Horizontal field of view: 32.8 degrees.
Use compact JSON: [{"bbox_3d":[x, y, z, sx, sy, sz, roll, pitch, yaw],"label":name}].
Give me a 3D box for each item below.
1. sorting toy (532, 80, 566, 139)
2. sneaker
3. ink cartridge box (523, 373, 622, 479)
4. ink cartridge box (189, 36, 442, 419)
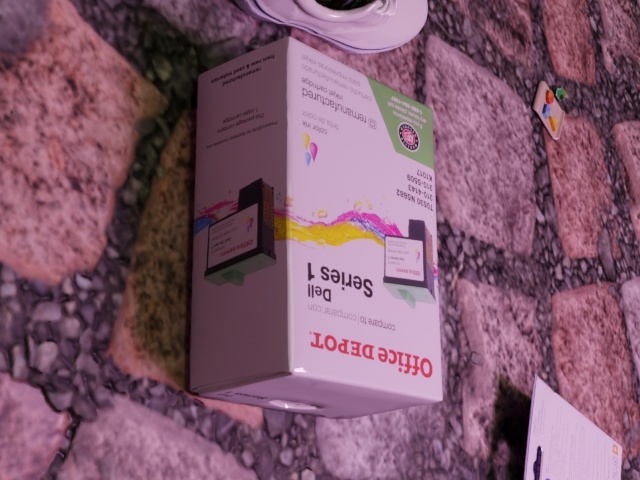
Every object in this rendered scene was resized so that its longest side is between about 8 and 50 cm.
[{"bbox_3d":[0.306,-0.181,1.436,0.062,0.012,0.083,46,47,-30],"label":"sorting toy"},{"bbox_3d":[0.033,-0.232,1.053,0.258,0.091,0.094,-6,98,-47],"label":"sneaker"},{"bbox_3d":[0.266,0.283,1.209,0.208,0.045,0.206,39,51,-37],"label":"ink cartridge box"},{"bbox_3d":[0.000,0.000,0.929,0.201,0.117,0.278,18,65,-46],"label":"ink cartridge box"}]
